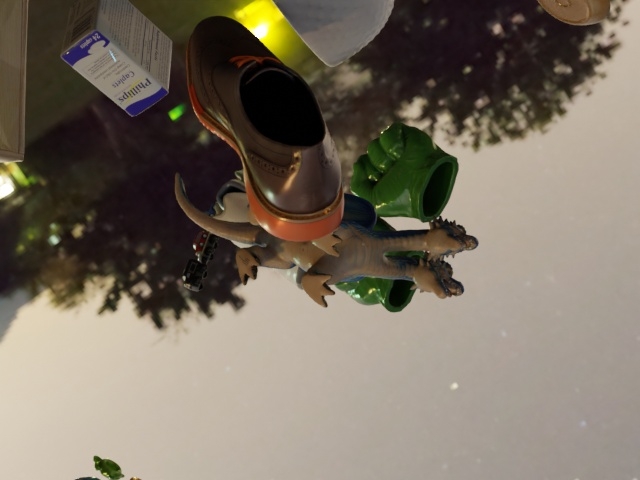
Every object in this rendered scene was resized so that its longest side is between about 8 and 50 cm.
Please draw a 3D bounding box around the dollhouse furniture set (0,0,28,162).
[{"bbox_3d":[-0.389,-0.150,0.952,0.242,0.161,0.212,-1,175,25],"label":"dollhouse furniture set"}]

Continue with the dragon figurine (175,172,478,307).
[{"bbox_3d":[0.000,0.000,0.995,0.289,0.085,0.144,14,-168,34],"label":"dragon figurine"}]

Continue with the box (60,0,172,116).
[{"bbox_3d":[-0.275,-0.261,1.454,0.072,0.137,0.126,-31,-141,24],"label":"box"}]

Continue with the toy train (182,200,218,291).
[{"bbox_3d":[-0.171,0.005,1.578,0.027,0.036,0.158,101,5,-56],"label":"toy train"}]

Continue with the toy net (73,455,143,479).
[{"bbox_3d":[-0.195,0.341,1.241,0.045,0.232,0.122,-56,174,6],"label":"toy net"}]

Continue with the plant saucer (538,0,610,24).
[{"bbox_3d":[0.223,-0.223,0.969,0.015,0.083,0.083,-52,-166,-14],"label":"plant saucer"}]

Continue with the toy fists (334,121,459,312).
[{"bbox_3d":[0.093,-0.036,1.579,0.096,0.279,0.142,-3,-153,-46],"label":"toy fists"}]

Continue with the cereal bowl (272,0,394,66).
[{"bbox_3d":[-0.024,-0.351,1.079,0.141,0.339,0.339,-34,-171,10],"label":"cereal bowl"}]

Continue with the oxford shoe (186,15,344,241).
[{"bbox_3d":[-0.046,-0.124,0.886,0.096,0.098,0.271,-16,-132,-18],"label":"oxford shoe"}]

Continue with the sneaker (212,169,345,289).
[{"bbox_3d":[-0.047,-0.040,1.185,0.111,0.129,0.297,-62,-176,7],"label":"sneaker"}]
